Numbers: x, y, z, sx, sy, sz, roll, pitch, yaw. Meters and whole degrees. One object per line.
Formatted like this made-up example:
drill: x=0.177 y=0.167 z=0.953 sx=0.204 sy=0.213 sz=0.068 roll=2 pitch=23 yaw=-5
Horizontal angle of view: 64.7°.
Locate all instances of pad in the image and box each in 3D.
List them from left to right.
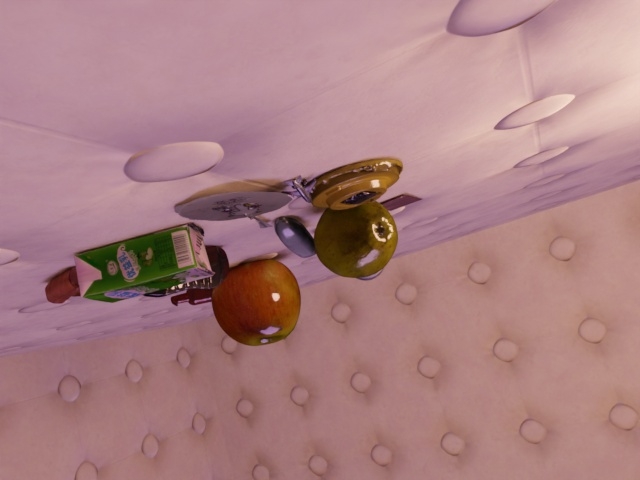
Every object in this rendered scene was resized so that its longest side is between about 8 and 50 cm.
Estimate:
pad: x=0.234 y=-0.113 z=1.529 sx=0.113 sy=0.006 sz=0.188 roll=-21 pitch=171 yaw=25

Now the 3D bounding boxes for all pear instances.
pear: x=0.089 y=-0.008 z=1.277 sx=0.213 sy=0.212 sz=0.269 roll=-11 pitch=180 yaw=-28

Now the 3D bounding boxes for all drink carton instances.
drink carton: x=-0.391 y=0.056 z=1.158 sx=0.271 sy=0.108 sz=0.161 roll=-14 pitch=169 yaw=-2

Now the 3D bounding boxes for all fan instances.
fan: x=-0.158 y=-0.055 z=1.108 sx=0.233 sy=0.012 sz=0.415 roll=-8 pitch=172 yaw=8

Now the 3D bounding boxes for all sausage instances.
sausage: x=-0.630 y=0.114 z=1.250 sx=0.169 sy=0.065 sz=0.065 roll=-23 pitch=168 yaw=36

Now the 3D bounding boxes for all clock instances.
clock: x=0.075 y=-0.111 z=1.111 sx=0.237 sy=0.056 sz=0.237 roll=-15 pitch=170 yaw=-3

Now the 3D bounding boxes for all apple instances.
apple: x=-0.236 y=0.235 z=1.904 sx=0.340 sy=0.339 sz=0.339 roll=-15 pitch=171 yaw=-3

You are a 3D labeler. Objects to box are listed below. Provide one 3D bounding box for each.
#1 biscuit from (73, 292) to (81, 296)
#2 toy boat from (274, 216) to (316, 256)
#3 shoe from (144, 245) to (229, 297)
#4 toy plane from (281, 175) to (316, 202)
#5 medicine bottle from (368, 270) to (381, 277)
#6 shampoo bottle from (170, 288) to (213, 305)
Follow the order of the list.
biscuit: x=-0.573 y=0.116 z=1.427 sx=0.291 sy=0.041 sz=0.208 roll=-15 pitch=170 yaw=-8
toy boat: x=-0.070 y=-0.016 z=1.404 sx=0.078 sy=0.085 sz=0.260 roll=-18 pitch=160 yaw=10
shoe: x=-0.378 y=0.094 z=1.370 sx=0.137 sy=0.114 sz=0.291 roll=-17 pitch=177 yaw=44
toy plane: x=-0.037 y=-0.103 z=1.024 sx=0.079 sy=0.031 sz=0.083 roll=-17 pitch=151 yaw=19
medicine bottle: x=0.187 y=0.082 z=2.112 sx=0.170 sy=0.170 sz=0.293 roll=-16 pitch=171 yaw=4
shampoo bottle: x=-0.488 y=0.221 z=2.069 sx=0.244 sy=0.085 sz=0.085 roll=-12 pitch=170 yaw=-32
